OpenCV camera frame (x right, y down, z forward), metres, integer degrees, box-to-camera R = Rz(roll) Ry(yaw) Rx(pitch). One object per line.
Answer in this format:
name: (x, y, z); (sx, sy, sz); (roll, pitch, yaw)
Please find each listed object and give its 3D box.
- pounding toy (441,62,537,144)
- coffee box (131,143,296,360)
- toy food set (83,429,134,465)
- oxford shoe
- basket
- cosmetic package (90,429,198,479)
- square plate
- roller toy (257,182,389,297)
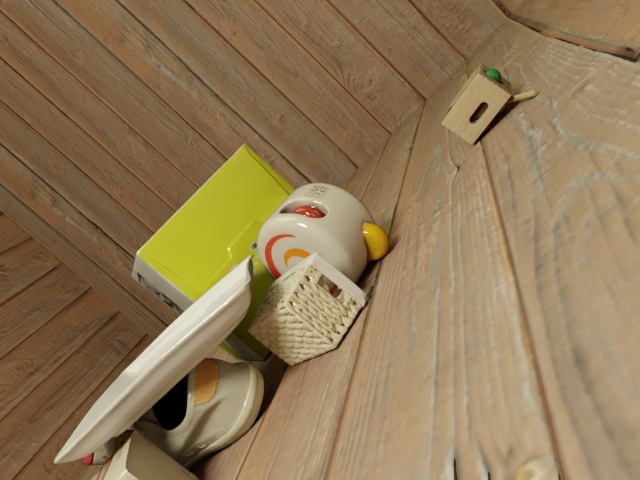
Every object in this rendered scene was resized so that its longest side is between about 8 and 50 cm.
pounding toy: (0.309, -0.256, 0.947); (0.141, 0.100, 0.130); (-56, 1, 34)
coffee box: (-0.193, 0.047, 1.210); (0.337, 0.338, 0.334); (-51, 9, -23)
toy food set: (-0.357, 0.394, 0.770); (0.111, 0.104, 0.232); (12, 91, 56)
oxford shoe: (-0.271, 0.330, 0.867); (0.449, 0.130, 0.169); (-44, 33, 28)
basket: (-0.027, 0.113, 0.796); (0.167, 0.113, 0.103); (-39, 14, 52)
cosmetic package: (-0.300, 0.420, 0.656); (0.296, 0.129, 0.153); (-49, 10, -13)
square plate: (-0.227, 0.168, 0.832); (0.347, 0.049, 0.344); (-43, 8, -2)
roller toy: (0.000, 0.000, 0.918); (0.209, 0.191, 0.146); (-40, 10, 48)
